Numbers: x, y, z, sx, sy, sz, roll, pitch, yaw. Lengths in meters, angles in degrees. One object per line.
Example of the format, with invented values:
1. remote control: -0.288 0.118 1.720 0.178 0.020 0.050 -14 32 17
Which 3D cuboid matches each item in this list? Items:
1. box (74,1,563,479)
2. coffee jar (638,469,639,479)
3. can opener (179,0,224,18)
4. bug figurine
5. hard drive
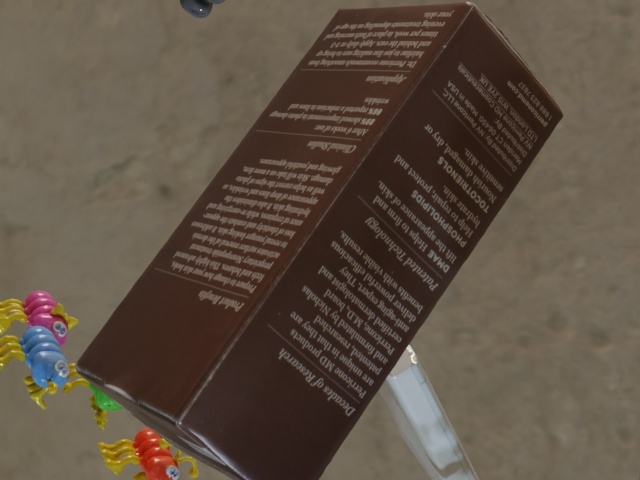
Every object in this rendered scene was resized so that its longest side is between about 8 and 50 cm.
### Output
1. box: 0.000 0.000 1.028 0.143 0.191 0.381 45 74 -28
2. coffee jar: 0.248 0.231 0.873 0.096 0.079 0.184 16 65 2
3. can opener: -0.151 -0.432 1.794 0.095 0.076 0.283 32 49 -26
4. bug figurine: -0.240 0.147 1.357 0.072 0.216 0.279 -40 129 -2
5. hard drive: 0.112 0.201 1.683 0.047 0.233 0.353 -31 131 -5
